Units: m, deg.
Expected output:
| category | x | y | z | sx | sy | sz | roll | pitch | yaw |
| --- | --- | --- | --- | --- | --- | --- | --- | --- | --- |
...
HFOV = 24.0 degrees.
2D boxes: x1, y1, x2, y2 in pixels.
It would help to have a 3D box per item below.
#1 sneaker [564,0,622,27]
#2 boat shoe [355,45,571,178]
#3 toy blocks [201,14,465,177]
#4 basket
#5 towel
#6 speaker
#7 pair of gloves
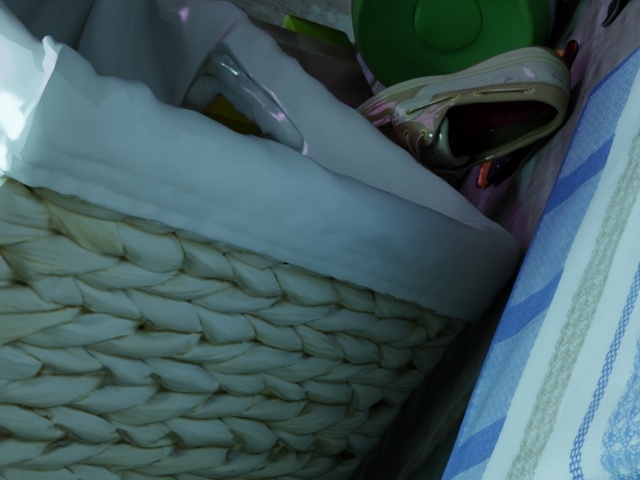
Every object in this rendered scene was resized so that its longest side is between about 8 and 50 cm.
| category | x | y | z | sx | sy | sz | roll | pitch | yaw |
| --- | --- | --- | --- | --- | --- | --- | --- | --- | --- |
| sneaker | 0.160 | -0.166 | 0.697 | 0.089 | 0.051 | 0.170 | -61 | 1 | -10 |
| boat shoe | 0.063 | -0.057 | 0.768 | 0.135 | 0.050 | 0.045 | -24 | 34 | 20 |
| toy blocks | -0.046 | 0.021 | 0.990 | 0.381 | 0.191 | 0.260 | -107 | 35 | -64 |
| basket | -0.154 | -0.009 | 0.651 | 0.266 | 0.328 | 0.331 | -56 | -32 | 12 |
| towel | 0.116 | -0.020 | 0.416 | 0.209 | 0.034 | 0.285 | -65 | 5 | -25 |
| speaker | 0.104 | -0.202 | 0.982 | 0.131 | 0.131 | 0.296 | -56 | 7 | 36 |
| pair of gloves | 0.111 | -0.069 | 0.829 | 0.083 | 0.010 | 0.074 | -63 | 6 | -18 |
